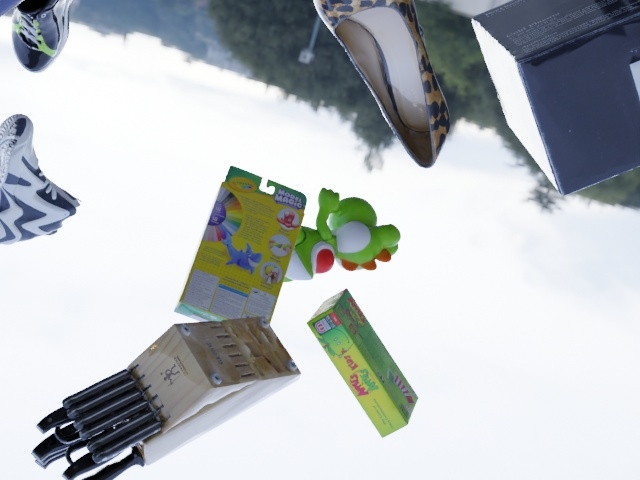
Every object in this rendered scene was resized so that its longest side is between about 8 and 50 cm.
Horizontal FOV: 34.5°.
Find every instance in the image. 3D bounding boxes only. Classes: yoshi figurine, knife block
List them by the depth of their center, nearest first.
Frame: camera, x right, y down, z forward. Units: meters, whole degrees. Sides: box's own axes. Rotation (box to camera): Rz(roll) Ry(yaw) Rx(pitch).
[{"bbox_3d":[-0.183,0.195,1.183,0.088,0.242,0.276,56,-157,18],"label":"knife block"},{"bbox_3d":[-0.009,-0.009,2.272,0.362,0.203,0.203,-6,174,-18],"label":"yoshi figurine"}]

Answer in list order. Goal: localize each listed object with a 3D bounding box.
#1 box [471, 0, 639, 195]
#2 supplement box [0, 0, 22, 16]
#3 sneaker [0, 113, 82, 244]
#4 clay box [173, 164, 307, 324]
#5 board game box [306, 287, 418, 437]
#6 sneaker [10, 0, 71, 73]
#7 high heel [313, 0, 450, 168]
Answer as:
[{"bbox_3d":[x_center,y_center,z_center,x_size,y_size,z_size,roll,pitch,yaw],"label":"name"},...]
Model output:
[{"bbox_3d":[0.399,-0.240,1.289,0.343,0.179,0.312,-21,-159,7],"label":"box"},{"bbox_3d":[-0.382,-0.353,0.846,0.194,0.356,0.195,25,-124,25],"label":"supplement box"},{"bbox_3d":[-0.469,-0.100,1.729,0.153,0.235,0.094,-2,-156,-36],"label":"sneaker"},{"bbox_3d":[-0.106,0.016,1.428,0.127,0.222,0.053,22,153,-9],"label":"clay box"},{"bbox_3d":[0.058,0.160,1.361,0.181,0.043,0.092,57,-161,-4],"label":"board game box"},{"bbox_3d":[-0.388,-0.320,1.395,0.084,0.234,0.097,32,-142,4],"label":"sneaker"},{"bbox_3d":[0.072,-0.193,1.149,0.093,0.186,0.261,-17,160,26],"label":"high heel"}]
